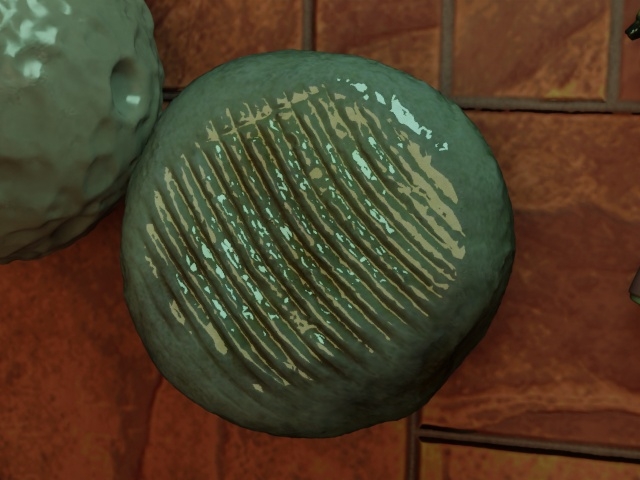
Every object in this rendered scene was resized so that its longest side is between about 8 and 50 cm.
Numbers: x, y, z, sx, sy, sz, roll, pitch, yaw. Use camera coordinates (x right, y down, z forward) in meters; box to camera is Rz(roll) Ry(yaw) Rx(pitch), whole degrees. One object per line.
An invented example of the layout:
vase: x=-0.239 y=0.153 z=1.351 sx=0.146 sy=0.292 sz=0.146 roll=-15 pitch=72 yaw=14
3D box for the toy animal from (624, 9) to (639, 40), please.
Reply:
toy animal: x=0.372 y=-0.189 z=1.082 sx=0.218 sy=0.101 sz=0.103 roll=7 pitch=101 yaw=17

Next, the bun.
bun: x=0.000 y=0.000 z=1.159 sx=0.361 sy=0.211 sz=0.362 roll=1 pitch=94 yaw=19

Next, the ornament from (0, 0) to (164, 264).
ornament: x=-0.314 y=-0.141 z=1.189 sx=0.337 sy=0.337 sz=0.337 roll=2 pitch=95 yaw=16

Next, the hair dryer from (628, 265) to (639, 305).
hair dryer: x=0.364 y=0.037 z=1.147 sx=0.154 sy=0.054 sz=0.106 roll=26 pitch=97 yaw=3
